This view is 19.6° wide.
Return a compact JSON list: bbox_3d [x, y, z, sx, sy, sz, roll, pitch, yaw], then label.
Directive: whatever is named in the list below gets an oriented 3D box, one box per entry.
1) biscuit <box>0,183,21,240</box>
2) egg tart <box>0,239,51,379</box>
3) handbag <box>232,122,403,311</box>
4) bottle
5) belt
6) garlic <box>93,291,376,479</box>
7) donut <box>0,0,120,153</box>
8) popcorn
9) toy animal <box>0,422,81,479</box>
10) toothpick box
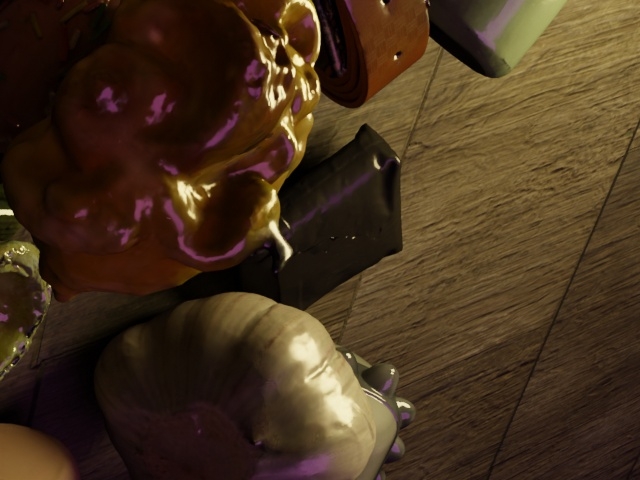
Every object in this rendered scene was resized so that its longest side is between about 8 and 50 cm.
[{"bbox_3d":[-0.376,-0.042,1.685,0.322,0.038,0.099,5,120,-53],"label":"biscuit"},{"bbox_3d":[-0.339,0.069,1.798,0.197,0.078,0.197,-47,162,-21],"label":"egg tart"},{"bbox_3d":[0.000,0.000,2.143,0.223,0.080,0.247,-37,156,-17],"label":"handbag"},{"bbox_3d":[0.231,-0.349,1.960,0.347,0.168,0.168,-52,150,1],"label":"bottle"},{"bbox_3d":[0.015,-0.250,1.783,0.105,0.184,0.261,-38,139,-15],"label":"belt"},{"bbox_3d":[-0.091,0.193,2.072,0.317,0.317,0.259,-59,166,20],"label":"garlic"},{"bbox_3d":[-0.229,-0.146,1.697,0.199,0.085,0.233,-32,146,-21],"label":"donut"},{"bbox_3d":[-0.127,-0.074,1.583,0.297,0.281,0.316,-37,164,-48],"label":"popcorn"},{"bbox_3d":[-0.343,0.324,1.997,0.213,0.195,0.256,-35,145,-46],"label":"toy animal"},{"bbox_3d":[-0.017,0.263,2.317,0.229,0.229,0.316,-8,132,-47],"label":"toothpick box"}]
